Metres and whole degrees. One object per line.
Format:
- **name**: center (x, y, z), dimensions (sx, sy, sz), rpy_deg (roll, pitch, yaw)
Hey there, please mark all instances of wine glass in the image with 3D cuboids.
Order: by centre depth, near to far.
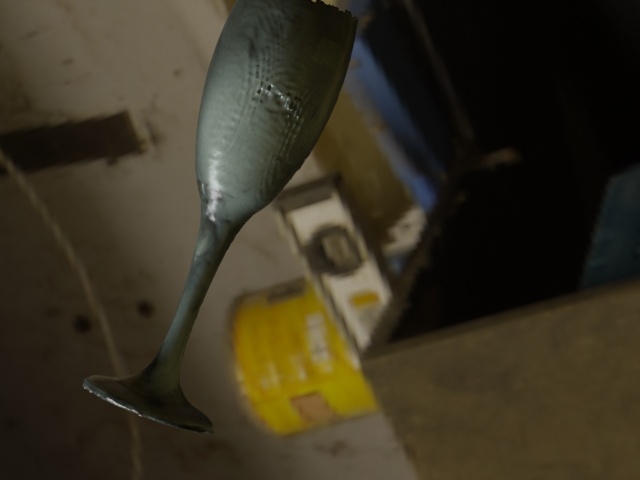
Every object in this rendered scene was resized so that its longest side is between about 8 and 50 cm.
- **wine glass**: center (0.000, 0.000, 1.199), dimensions (0.096, 0.264, 0.310), rpy_deg (21, -89, -57)
